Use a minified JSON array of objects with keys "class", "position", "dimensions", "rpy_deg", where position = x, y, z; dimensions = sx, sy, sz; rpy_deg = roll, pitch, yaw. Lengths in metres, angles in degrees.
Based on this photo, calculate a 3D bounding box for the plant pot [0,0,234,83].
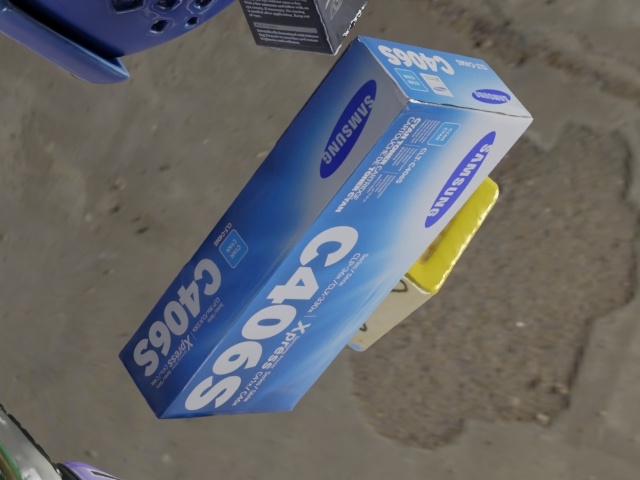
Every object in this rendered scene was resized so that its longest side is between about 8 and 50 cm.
[{"class":"plant pot","position":[-0.239,-0.303,1.615],"dimensions":[0.212,0.236,0.236],"rpy_deg":[-41,60,12]}]

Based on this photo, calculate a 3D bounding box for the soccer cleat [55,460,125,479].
[{"class":"soccer cleat","position":[-0.131,0.296,1.573],"dimensions":[0.318,0.108,0.116],"rpy_deg":[30,52,31]}]

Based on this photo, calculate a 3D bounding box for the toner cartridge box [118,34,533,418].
[{"class":"toner cartridge box","position":[0.000,0.000,1.301],"dimensions":[0.348,0.165,0.075],"rpy_deg":[-52,59,27]}]

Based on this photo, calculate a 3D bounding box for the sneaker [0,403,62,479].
[{"class":"sneaker","position":[-0.280,0.262,1.357],"dimensions":[0.182,0.410,0.158],"rpy_deg":[-37,135,-17]}]

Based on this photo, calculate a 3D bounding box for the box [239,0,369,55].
[{"class":"box","position":[-0.012,-0.285,1.531],"dimensions":[0.093,0.158,0.156],"rpy_deg":[10,52,29]}]

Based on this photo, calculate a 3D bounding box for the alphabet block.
[{"class":"alphabet block","position":[0.061,-0.017,1.950],"dimensions":[0.192,0.197,0.193],"rpy_deg":[38,56,-6]}]
